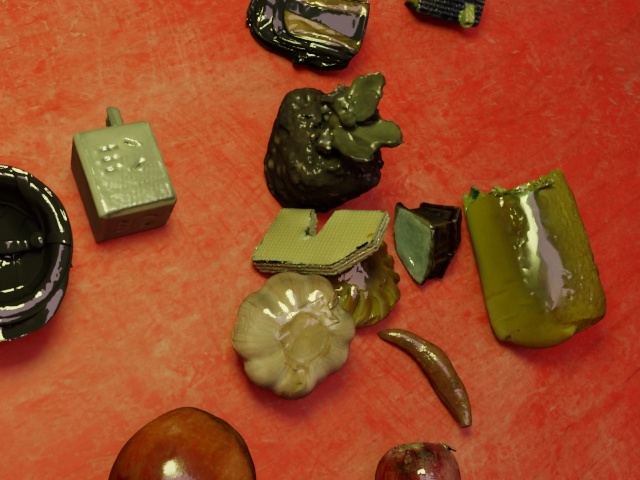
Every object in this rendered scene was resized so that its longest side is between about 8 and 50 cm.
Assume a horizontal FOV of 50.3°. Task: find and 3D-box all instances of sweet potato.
[{"bbox_3d":[0.227,0.258,1.368,0.078,0.058,0.255,-40,84,-9],"label":"sweet potato"}]

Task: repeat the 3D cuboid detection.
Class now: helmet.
[{"bbox_3d":[-0.522,0.023,1.096,0.230,0.160,0.279,-14,88,-26],"label":"helmet"}]

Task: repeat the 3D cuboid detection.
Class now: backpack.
[{"bbox_3d":[-0.035,-0.482,1.510,0.258,0.133,0.206,16,74,-9],"label":"backpack"}]

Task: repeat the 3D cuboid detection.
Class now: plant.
[{"bbox_3d":[0.022,-0.191,1.313,0.213,0.312,0.215,-3,75,-20],"label":"plant"}]

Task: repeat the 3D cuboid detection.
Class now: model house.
[{"bbox_3d":[0.244,-0.002,1.461,0.152,0.106,0.165,-13,111,-37],"label":"model house"},{"bbox_3d":[0.310,-0.634,1.678,0.194,0.170,0.211,6,69,-22],"label":"model house"}]

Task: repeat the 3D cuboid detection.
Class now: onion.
[{"bbox_3d":[0.178,0.461,1.221,0.159,0.159,0.195,-4,84,-23],"label":"onion"}]

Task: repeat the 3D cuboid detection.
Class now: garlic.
[{"bbox_3d":[-0.053,0.168,1.231,0.228,0.152,0.228,1,84,-12],"label":"garlic"}]

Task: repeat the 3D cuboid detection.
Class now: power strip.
[{"bbox_3d":[-0.366,-0.133,1.228,0.140,0.139,0.224,-18,78,-26],"label":"power strip"}]

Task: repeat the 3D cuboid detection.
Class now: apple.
[{"bbox_3d":[-0.211,0.378,1.062,0.230,0.230,0.230,8,68,-19],"label":"apple"}]

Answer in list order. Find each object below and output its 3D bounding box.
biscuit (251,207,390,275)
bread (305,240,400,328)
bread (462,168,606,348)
[{"bbox_3d":[0.000,0.000,1.287,0.046,0.250,0.147,61,42,-40],"label":"biscuit"},{"bbox_3d":[0.071,0.067,1.352,0.213,0.105,0.213,9,65,-20],"label":"bread"},{"bbox_3d":[0.467,0.042,1.472,0.251,0.208,0.377,-5,76,-19],"label":"bread"}]
